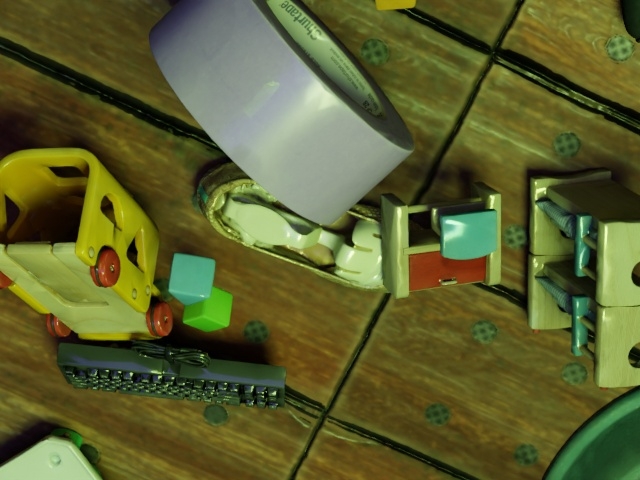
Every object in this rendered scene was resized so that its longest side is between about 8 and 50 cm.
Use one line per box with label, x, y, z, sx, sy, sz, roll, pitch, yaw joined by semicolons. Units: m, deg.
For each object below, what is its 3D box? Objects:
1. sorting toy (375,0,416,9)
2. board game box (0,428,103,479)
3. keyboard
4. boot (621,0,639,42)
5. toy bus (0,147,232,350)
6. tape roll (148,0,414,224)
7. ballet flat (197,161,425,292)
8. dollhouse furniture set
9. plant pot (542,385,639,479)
sorting toy;0.088;-0.300;0.895;0.229;0.041;0.307;-2;122;15
board game box;-0.265;0.403;1.194;0.390;0.050;0.390;-32;104;12
keyboard;-0.117;0.108;1.067;0.180;0.108;0.023;6;64;0
boot;0.207;-0.210;0.970;0.099;0.045;0.121;11;103;-2
toy bus;-0.172;0.008;1.017;0.191;0.104;0.202;18;154;-24
tape roll;-0.026;-0.106;0.939;0.080;0.189;0.189;-42;102;13
ballet flat;0.000;0.000;1.037;0.206;0.067;0.073;17;107;-4
dollhouse furniture set;0.152;0.033;0.985;0.183;0.129;0.129;-7;109;-14
plant pot;0.342;0.313;0.989;0.341;0.334;0.341;0;109;1
